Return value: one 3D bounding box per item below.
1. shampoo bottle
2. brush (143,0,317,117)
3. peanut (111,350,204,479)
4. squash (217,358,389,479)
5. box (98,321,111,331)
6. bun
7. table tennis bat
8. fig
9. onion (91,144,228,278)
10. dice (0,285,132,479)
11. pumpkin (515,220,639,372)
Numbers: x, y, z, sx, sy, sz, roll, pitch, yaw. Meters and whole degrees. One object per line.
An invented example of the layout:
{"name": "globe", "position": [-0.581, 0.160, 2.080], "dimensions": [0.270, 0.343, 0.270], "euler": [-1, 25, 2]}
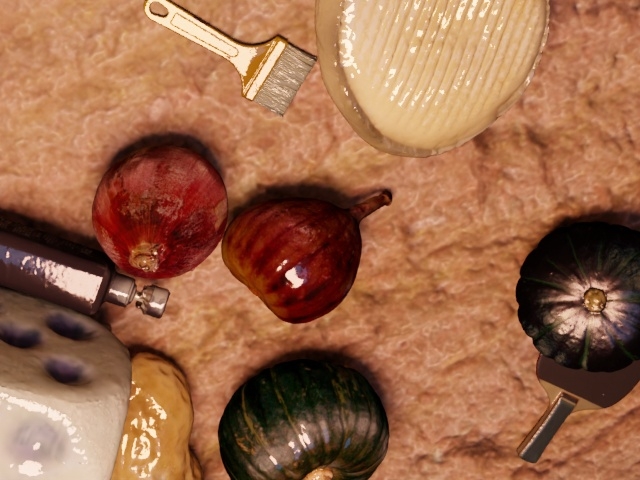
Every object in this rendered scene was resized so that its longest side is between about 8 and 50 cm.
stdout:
{"name": "shampoo bottle", "position": [-0.324, 0.024, 1.395], "dimensions": [0.309, 0.098, 0.071], "euler": [18, 95, -8]}
{"name": "brush", "position": [-0.110, -0.222, 1.381], "dimensions": [0.205, 0.011, 0.083], "euler": [28, 110, -18]}
{"name": "peanut", "position": [-0.217, 0.285, 1.534], "dimensions": [0.147, 0.147, 0.305], "euler": [-8, 116, -4]}
{"name": "squash", "position": [-0.020, 0.246, 1.522], "dimensions": [0.218, 0.172, 0.218], "euler": [-9, 117, -18]}
{"name": "box", "position": [-0.399, 0.150, 1.478], "dimensions": [0.269, 0.079, 0.135], "euler": [14, 112, -14]}
{"name": "bun", "position": [0.112, -0.241, 1.329], "dimensions": [0.287, 0.146, 0.287], "euler": [-10, 119, -19]}
{"name": "table tennis bat", "position": [0.350, 0.188, 1.631], "dimensions": [0.154, 0.021, 0.274], "euler": [26, 107, -17]}
{"name": "fig", "position": [-0.013, 0.018, 1.425], "dimensions": [0.202, 0.149, 0.148], "euler": [-17, 161, 15]}
{"name": "onion", "position": [-0.185, -0.021, 1.364], "dimensions": [0.159, 0.195, 0.159], "euler": [2, 117, 3]}
{"name": "dice", "position": [-0.367, 0.217, 1.321], "dimensions": [0.264, 0.262, 0.268], "euler": [18, 107, -15]}
{"name": "pumpkin", "position": [0.337, 0.068, 1.495], "dimensions": [0.194, 0.150, 0.194], "euler": [-1, 104, -6]}
